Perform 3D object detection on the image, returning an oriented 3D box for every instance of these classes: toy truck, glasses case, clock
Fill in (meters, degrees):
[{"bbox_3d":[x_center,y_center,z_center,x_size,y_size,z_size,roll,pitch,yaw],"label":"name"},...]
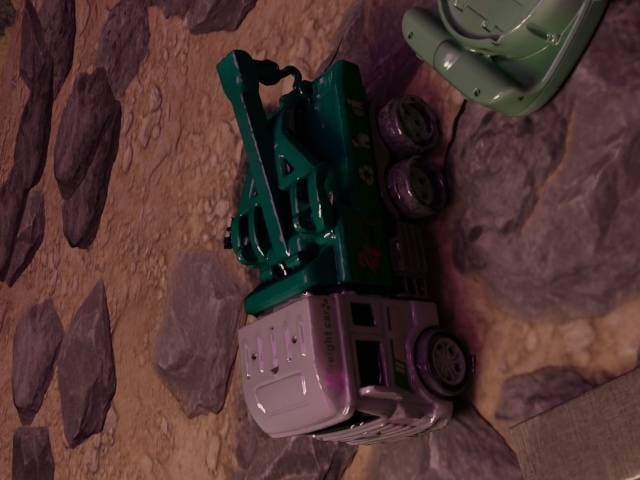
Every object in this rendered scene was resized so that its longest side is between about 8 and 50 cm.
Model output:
[{"bbox_3d":[0.006,0.003,0.726,0.176,0.177,0.364,-28,65,46],"label":"toy truck"},{"bbox_3d":[0.221,0.124,0.525,0.205,0.047,0.071,-42,48,41],"label":"glasses case"},{"bbox_3d":[0.164,-0.221,0.647,0.159,0.065,0.211,52,123,42],"label":"clock"}]
